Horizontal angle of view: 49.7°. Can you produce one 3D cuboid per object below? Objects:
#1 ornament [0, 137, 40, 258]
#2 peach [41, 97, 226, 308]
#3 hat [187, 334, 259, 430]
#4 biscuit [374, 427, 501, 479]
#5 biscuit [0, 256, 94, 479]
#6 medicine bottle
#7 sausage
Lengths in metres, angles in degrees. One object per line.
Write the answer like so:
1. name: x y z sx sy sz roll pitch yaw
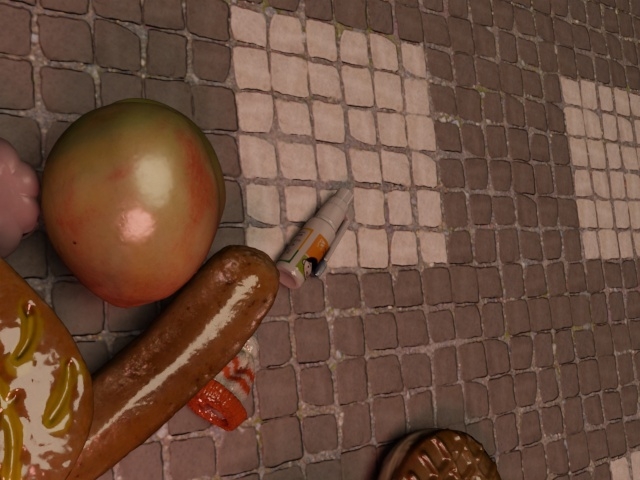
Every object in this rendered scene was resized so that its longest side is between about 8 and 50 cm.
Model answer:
1. ornament: -0.459 -0.052 0.891 0.177 0.177 0.177 7 78 -35
2. peach: -0.250 -0.052 0.953 0.247 0.292 0.292 -7 86 -19
3. hat: -0.143 0.211 1.108 0.112 0.094 0.162 57 49 -31
4. biscuit: 0.232 0.515 1.300 0.332 0.103 0.332 14 67 -35
5. biscuit: -0.449 0.164 0.735 0.394 0.070 0.350 42 69 -8
6. medicine bottle: 0.000 0.000 1.271 0.220 0.061 0.092 -55 138 -29
7. sausage: -0.243 0.195 0.979 0.501 0.123 0.136 -44 137 -19
